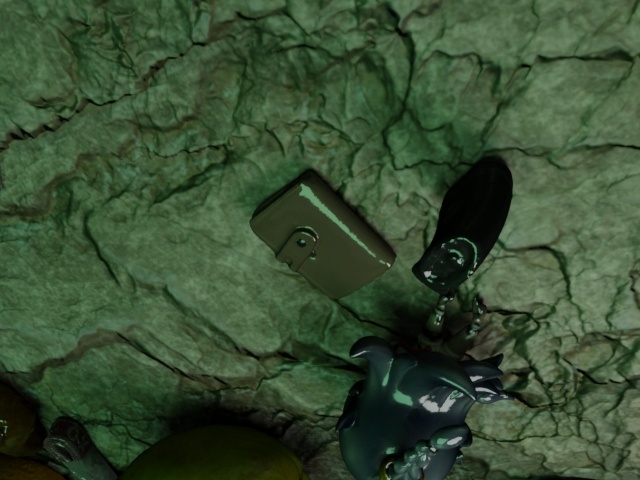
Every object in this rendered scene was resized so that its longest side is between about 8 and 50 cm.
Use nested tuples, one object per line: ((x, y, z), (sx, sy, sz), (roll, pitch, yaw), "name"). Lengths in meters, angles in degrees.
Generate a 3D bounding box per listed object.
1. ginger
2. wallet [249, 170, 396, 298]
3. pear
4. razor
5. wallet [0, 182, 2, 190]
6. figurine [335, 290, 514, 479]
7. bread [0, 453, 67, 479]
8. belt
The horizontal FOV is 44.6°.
((-0.592, 0.271, 1.313), (0.309, 0.107, 0.133), (35, 118, -16), "ginger")
((0.000, 0.000, 0.910), (0.153, 0.038, 0.118), (41, 128, -17), "wallet")
((-0.166, 0.406, 1.179), (0.322, 0.269, 0.269), (-11, 126, 5), "pear")
((0.145, -0.014, 0.770), (0.054, 0.148, 0.090), (35, 133, -4), "razor")
((-0.503, -0.127, 0.996), (0.197, 0.020, 0.103), (18, 133, 5), "wallet")
((0.116, 0.202, 0.960), (0.175, 0.197, 0.265), (32, 142, 26), "figurine")
((-0.581, 0.523, 1.498), (0.269, 0.145, 0.268), (8, 133, 9), "bread")
((-0.413, 0.409, 1.399), (0.071, 0.053, 0.232), (-15, 123, 21), "belt")
